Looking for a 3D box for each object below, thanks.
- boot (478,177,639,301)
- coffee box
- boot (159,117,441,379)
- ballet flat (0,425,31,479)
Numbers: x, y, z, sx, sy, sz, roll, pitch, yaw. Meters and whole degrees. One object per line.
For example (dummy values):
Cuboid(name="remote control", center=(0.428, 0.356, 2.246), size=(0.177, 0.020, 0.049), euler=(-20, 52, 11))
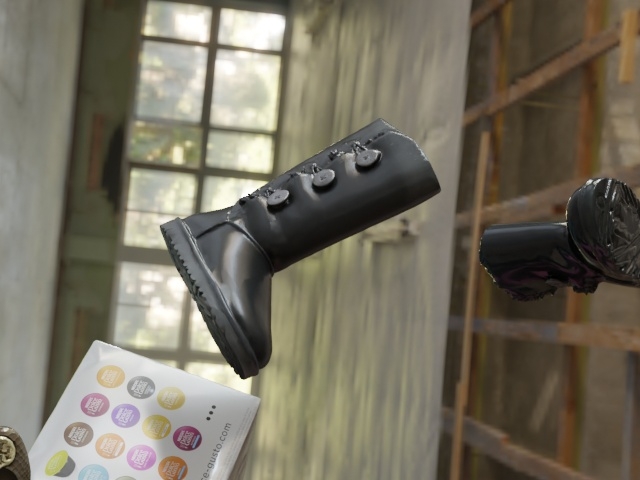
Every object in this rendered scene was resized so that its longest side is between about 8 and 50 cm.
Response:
Cuboid(name="boot", center=(0.266, 0.007, 1.309), size=(0.246, 0.207, 0.094), euler=(27, 66, -51))
Cuboid(name="coffee box", center=(-0.336, 0.451, 2.116), size=(0.338, 0.334, 0.337), euler=(104, 8, -47))
Cuboid(name="boot", center=(-0.001, -0.002, 1.894), size=(0.146, 0.445, 0.367), euler=(78, -15, -45))
Cuboid(name="ballet flat", center=(-0.476, 0.398, 1.707), size=(0.058, 0.084, 0.249), euler=(-144, -119, -85))
